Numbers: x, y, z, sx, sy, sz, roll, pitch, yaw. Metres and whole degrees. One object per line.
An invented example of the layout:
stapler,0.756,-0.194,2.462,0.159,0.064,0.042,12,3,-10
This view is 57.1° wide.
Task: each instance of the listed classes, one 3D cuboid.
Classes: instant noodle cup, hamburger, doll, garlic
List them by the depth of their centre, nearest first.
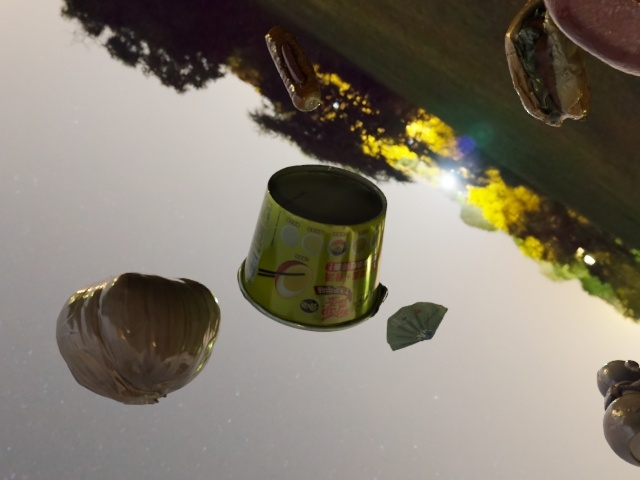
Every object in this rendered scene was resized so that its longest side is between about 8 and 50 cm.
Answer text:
instant noodle cup,0.000,0.000,1.161,0.311,0.221,0.311,8,-146,-5
garlic,-0.357,0.196,1.178,0.317,0.317,0.259,20,-125,-44
doll,0.659,0.350,1.248,0.151,0.151,0.287,36,-156,-1
hamburger,0.517,-0.436,1.360,0.162,0.330,0.209,-6,180,33

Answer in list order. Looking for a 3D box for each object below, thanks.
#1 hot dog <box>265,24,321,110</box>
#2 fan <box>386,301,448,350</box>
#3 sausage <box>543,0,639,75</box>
hot dog,-0.051,-0.334,1.107,0.047,0.066,0.216,63,-175,-61
fan,0.259,0.240,1.650,0.131,0.240,0.009,39,-143,-4
sausage,0.451,-0.354,0.903,0.254,0.148,0.148,36,-165,4
